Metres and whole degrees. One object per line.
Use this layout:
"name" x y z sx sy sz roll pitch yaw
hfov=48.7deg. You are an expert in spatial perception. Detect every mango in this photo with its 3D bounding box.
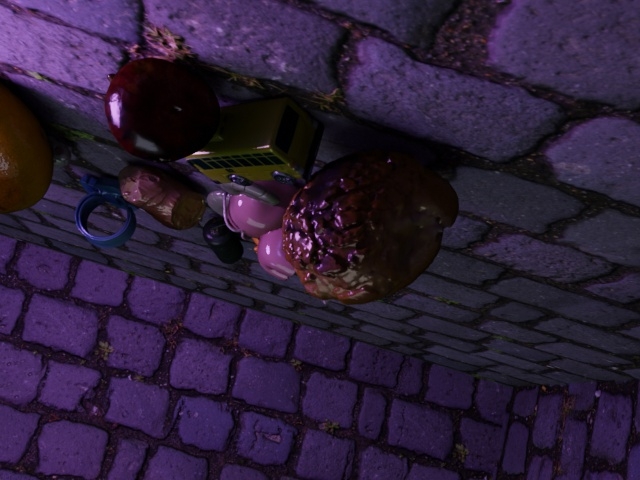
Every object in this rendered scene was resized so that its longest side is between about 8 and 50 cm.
"mango" -0.800 -0.238 1.704 0.301 0.220 0.445 20 145 3

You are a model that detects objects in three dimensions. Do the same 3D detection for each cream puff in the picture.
"cream puff" 0.079 -0.044 1.345 0.343 0.327 0.231 -30 117 20

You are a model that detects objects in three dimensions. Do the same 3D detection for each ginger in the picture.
"ginger" -0.444 -0.123 1.946 0.221 0.130 0.276 24 167 12

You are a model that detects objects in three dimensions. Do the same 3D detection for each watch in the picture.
"watch" -0.660 -0.082 2.161 0.211 0.193 0.211 13 163 4

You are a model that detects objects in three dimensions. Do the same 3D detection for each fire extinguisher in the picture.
"fire extinguisher" -0.311 -0.007 2.274 0.114 0.095 0.311 -8 163 2

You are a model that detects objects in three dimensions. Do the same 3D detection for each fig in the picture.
"fig" -0.309 -0.235 1.326 0.203 0.186 0.249 3 179 -27

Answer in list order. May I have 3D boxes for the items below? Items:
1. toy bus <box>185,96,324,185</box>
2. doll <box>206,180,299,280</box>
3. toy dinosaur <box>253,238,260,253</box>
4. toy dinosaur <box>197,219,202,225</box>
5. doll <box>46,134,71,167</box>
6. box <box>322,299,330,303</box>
"toy bus" -0.140 -0.193 1.388 0.262 0.128 0.150 1 157 38
"doll" -0.151 -0.056 1.720 0.268 0.216 0.284 26 160 -9
"toy dinosaur" -0.189 -0.046 1.949 0.288 0.070 0.117 48 155 1
"toy dinosaur" -0.444 -0.086 2.222 0.082 0.039 0.209 11 163 22
"doll" -0.726 -0.242 1.902 0.214 0.071 0.103 9 141 53
"box" -0.055 0.034 1.956 0.273 0.048 0.265 46 165 14
